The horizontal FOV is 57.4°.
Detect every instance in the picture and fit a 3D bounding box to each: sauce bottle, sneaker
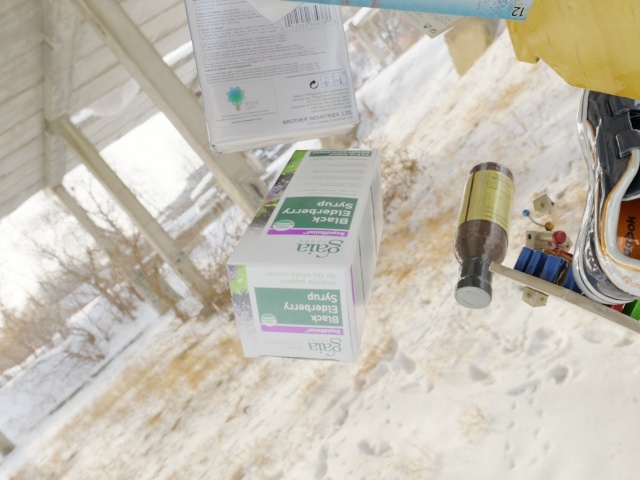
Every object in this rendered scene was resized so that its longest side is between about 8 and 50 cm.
[{"bbox_3d":[0.329,-0.015,1.196,0.111,0.111,0.344,-31,28,46],"label":"sauce bottle"},{"bbox_3d":[0.369,-0.090,0.660,0.127,0.126,0.321,102,176,-78],"label":"sneaker"}]

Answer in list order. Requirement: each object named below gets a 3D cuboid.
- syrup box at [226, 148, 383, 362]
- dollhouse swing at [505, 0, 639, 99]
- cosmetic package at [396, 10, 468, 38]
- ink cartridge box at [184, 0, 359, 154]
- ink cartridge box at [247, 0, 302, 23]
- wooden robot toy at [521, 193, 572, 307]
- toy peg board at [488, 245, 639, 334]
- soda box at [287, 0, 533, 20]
[{"bbox_3d":[0.000,0.000,0.538,0.093,0.096,0.237,0,29,12],"label":"syrup box"},{"bbox_3d":[0.373,-0.334,0.507,0.347,0.315,0.305,27,76,41],"label":"dollhouse swing"},{"bbox_3d":[0.267,-0.480,0.937,0.309,0.113,0.160,-17,61,45],"label":"cosmetic package"},{"bbox_3d":[-0.097,-0.375,1.054,0.270,0.395,0.151,-10,4,-8],"label":"ink cartridge box"},{"bbox_3d":[-0.014,-0.392,0.579,0.272,0.130,0.309,-14,53,47],"label":"ink cartridge box"},{"bbox_3d":[0.358,0.016,0.889,0.079,0.173,0.076,-1,6,-24],"label":"wooden robot toy"},{"bbox_3d":[0.343,0.049,0.778,0.079,0.161,0.161,-66,19,2],"label":"toy peg board"},{"bbox_3d":[0.061,-0.198,0.400,0.063,0.183,0.058,103,163,-47],"label":"soda box"}]
